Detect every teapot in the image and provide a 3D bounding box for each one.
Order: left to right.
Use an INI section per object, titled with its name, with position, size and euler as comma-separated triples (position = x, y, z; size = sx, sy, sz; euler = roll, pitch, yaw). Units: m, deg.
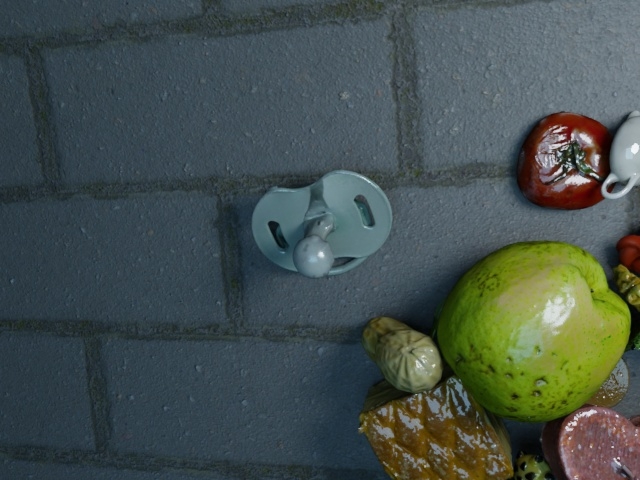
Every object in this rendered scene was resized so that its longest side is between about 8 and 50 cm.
[teapot]
position = 0.655, -0.177, 1.341
size = 0.145, 0.092, 0.226
euler = 46, 70, -34

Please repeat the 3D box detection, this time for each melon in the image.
[melon]
position = 0.664, 0.208, 1.365
size = 0.114, 0.261, 0.053
euler = -36, 70, 17

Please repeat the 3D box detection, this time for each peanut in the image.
[peanut]
position = 0.183, 0.254, 1.478
size = 0.146, 0.305, 0.147
euler = -1, 97, -8

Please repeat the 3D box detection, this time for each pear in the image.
[pear]
position = 0.447, 0.176, 1.360
size = 0.390, 0.391, 0.391
euler = 2, 100, 14

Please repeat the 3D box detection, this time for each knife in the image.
[knife]
position = 0.278, 0.218, 1.585
size = 0.026, 0.022, 0.184
euler = 14, 103, -15

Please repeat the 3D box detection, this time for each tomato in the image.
[tomato]
position = 0.541, -0.169, 1.412
size = 0.227, 0.101, 0.228
euler = 2, 97, 13

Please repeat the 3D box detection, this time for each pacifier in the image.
[pacifier]
position = 0.000, 0.000, 1.498
size = 0.343, 0.269, 0.288
euler = -16, 120, 20

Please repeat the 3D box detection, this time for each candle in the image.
[candle]
position = 0.621, 0.490, 1.338
size = 0.316, 0.131, 0.287
euler = 15, 82, 4

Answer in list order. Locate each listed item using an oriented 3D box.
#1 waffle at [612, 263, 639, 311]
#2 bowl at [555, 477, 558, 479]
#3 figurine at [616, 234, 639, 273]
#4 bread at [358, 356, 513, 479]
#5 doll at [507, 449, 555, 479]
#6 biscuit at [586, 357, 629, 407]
[waffle]
position = 0.690, 0.132, 1.338
size = 0.219, 0.229, 0.057
euler = 29, 108, -28
[bowl]
position = 0.666, 0.593, 1.459
size = 0.337, 0.157, 0.338
euler = 0, 78, 0
[figurine]
position = 0.749, -0.028, 1.334
size = 0.208, 0.181, 0.257
euler = 25, 105, 27
[bread]
position = 0.275, 0.444, 1.530
size = 0.279, 0.207, 0.279
euler = -30, 90, 18
[doll]
position = 0.454, 0.581, 1.514
size = 0.086, 0.117, 0.291
euler = -2, 142, -21
[biscuit]
position = 0.627, 0.305, 1.501
size = 0.170, 0.050, 0.170
euler = 0, 92, 14
